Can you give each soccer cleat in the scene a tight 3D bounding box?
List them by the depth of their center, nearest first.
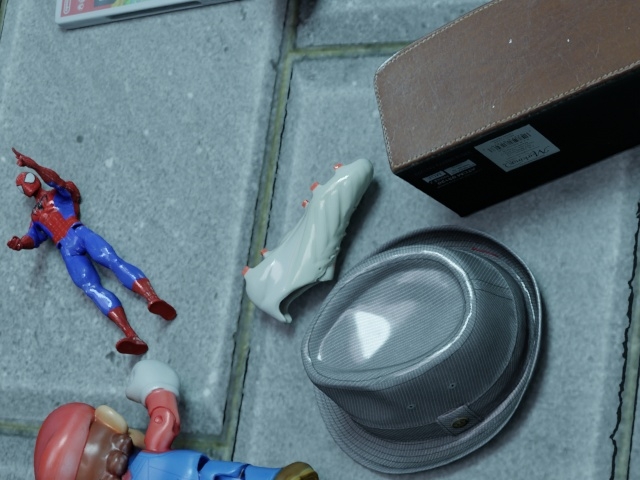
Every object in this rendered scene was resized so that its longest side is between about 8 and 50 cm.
[{"bbox_3d":[0.000,0.000,1.799,0.076,0.068,0.196,44,102,18],"label":"soccer cleat"}]

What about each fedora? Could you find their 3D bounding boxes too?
[{"bbox_3d":[0.078,0.096,1.680,0.275,0.124,0.244,-22,65,25],"label":"fedora"}]

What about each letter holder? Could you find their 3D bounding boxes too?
[{"bbox_3d":[0.213,-0.190,1.667,0.302,0.152,0.214,-22,64,25],"label":"letter holder"}]

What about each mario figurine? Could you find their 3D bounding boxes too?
[{"bbox_3d":[-0.155,0.254,1.807,0.320,0.170,0.198,17,49,24],"label":"mario figurine"}]

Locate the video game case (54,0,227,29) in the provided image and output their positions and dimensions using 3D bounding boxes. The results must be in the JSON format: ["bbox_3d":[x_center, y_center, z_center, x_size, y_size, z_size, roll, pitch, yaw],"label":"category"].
[{"bbox_3d":[-0.191,-0.368,2.043,0.285,0.025,0.204,-5,73,30],"label":"video game case"}]

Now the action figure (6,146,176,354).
[{"bbox_3d":[-0.291,0.001,1.935,0.091,0.139,0.280,-49,55,9],"label":"action figure"}]
